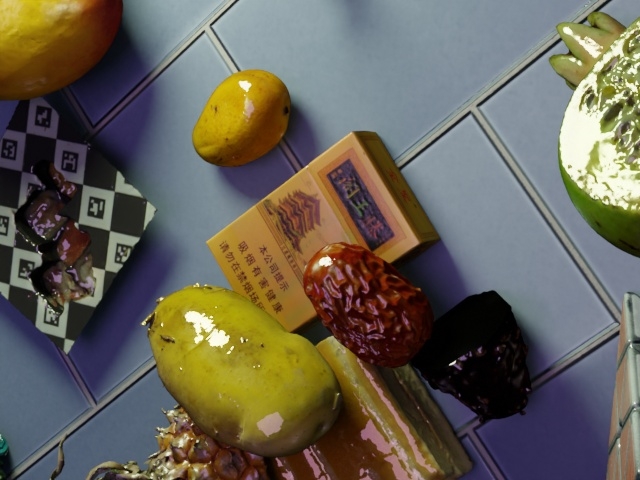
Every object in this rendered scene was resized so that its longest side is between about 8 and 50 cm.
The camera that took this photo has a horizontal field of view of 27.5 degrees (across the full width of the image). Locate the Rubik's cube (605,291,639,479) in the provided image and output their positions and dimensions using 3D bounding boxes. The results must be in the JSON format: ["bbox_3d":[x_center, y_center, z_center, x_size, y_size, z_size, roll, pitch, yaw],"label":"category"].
[{"bbox_3d":[0.409,0.229,1.504,0.228,0.229,0.233,-46,26,-14],"label":"Rubik's cube"}]

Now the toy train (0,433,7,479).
[{"bbox_3d":[-0.581,0.322,2.028,0.198,0.154,0.107,41,108,20],"label":"toy train"}]

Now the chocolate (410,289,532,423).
[{"bbox_3d":[0.205,0.163,1.632,0.156,0.156,0.133,-26,109,27],"label":"chocolate"}]

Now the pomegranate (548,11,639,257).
[{"bbox_3d":[0.408,-0.130,1.449,0.309,0.216,0.358,-54,39,11],"label":"pomegranate"}]

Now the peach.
[{"bbox_3d":[-0.438,-0.329,1.843,0.308,0.289,0.289,16,104,-11],"label":"peach"}]

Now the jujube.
[{"bbox_3d":[0.056,0.078,1.623,0.176,0.112,0.109,40,134,-5],"label":"jujube"}]

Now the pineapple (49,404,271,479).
[{"bbox_3d":[-0.225,0.352,1.726,0.262,0.272,0.262,34,133,46],"label":"pineapple"}]

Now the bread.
[{"bbox_3d":[0.031,0.257,1.721,0.239,0.111,0.246,-37,75,24],"label":"bread"}]

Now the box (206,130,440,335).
[{"bbox_3d":[0.000,0.000,1.738,0.274,0.076,0.174,-36,79,25],"label":"box"}]

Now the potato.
[{"bbox_3d":[-0.105,0.164,1.660,0.300,0.140,0.173,36,76,33],"label":"potato"}]

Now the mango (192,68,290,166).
[{"bbox_3d":[-0.107,-0.159,1.775,0.115,0.089,0.165,47,116,18],"label":"mango"}]

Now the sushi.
[{"bbox_3d":[-0.391,-0.028,1.952,0.292,0.059,0.294,41,111,19],"label":"sushi"}]
